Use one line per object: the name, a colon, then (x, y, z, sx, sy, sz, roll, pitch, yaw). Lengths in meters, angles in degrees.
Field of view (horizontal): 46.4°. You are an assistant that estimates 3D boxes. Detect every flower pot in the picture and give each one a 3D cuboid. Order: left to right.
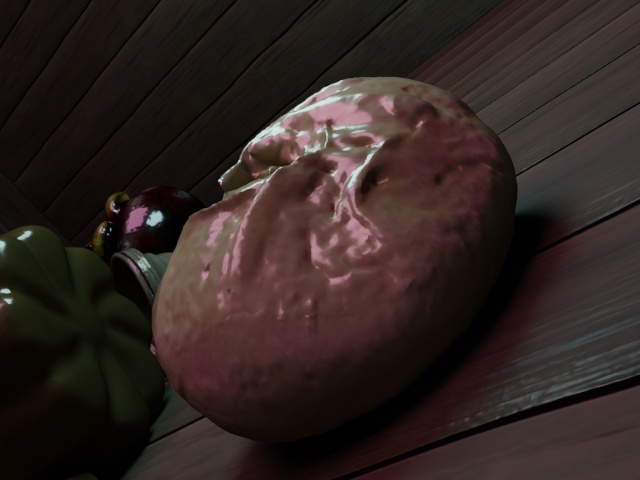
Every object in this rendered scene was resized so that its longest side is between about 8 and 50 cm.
flower pot: (-0.265, 0.107, 1.318, 0.140, 0.236, 0.235, -20, -3, -32)

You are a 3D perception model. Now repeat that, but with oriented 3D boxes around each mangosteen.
mangosteen: (-0.435, 0.011, 1.917, 0.346, 0.307, 0.307, 5, 26, 12)

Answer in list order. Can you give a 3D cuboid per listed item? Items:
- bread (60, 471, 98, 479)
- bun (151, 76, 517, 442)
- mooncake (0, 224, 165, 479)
bread: (-0.334, 0.354, 0.865, 0.139, 0.060, 0.178, -40, 10, 4)
bun: (0.000, 0.000, 0.673, 0.361, 0.213, 0.361, -38, 13, 10)
mooncake: (-0.385, 0.157, 1.048, 0.200, 0.378, 0.378, -28, 13, 11)
